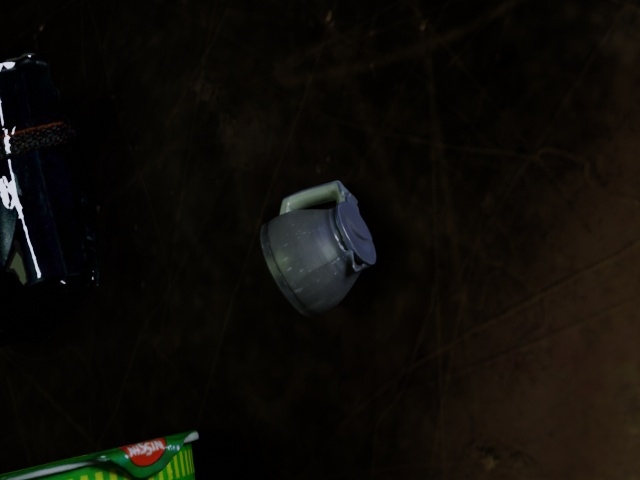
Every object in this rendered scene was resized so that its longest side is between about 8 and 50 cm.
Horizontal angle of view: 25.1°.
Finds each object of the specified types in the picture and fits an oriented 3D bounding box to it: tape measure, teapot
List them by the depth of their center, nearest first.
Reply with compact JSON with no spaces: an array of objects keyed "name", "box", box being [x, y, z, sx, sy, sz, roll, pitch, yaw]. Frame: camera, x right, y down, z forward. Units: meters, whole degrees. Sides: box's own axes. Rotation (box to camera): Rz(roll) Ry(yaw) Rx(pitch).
[{"name":"teapot","box":[0.000,0.000,0.881,0.057,0.066,0.088,-27,44,17]},{"name":"tape measure","box":[-0.255,-0.021,1.065,0.223,0.135,0.202,-17,85,43]}]

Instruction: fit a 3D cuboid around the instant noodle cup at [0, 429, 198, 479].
[{"name":"instant noodle cup","box":[-0.151,0.255,0.914,0.207,0.207,0.233,-19,81,40]}]
